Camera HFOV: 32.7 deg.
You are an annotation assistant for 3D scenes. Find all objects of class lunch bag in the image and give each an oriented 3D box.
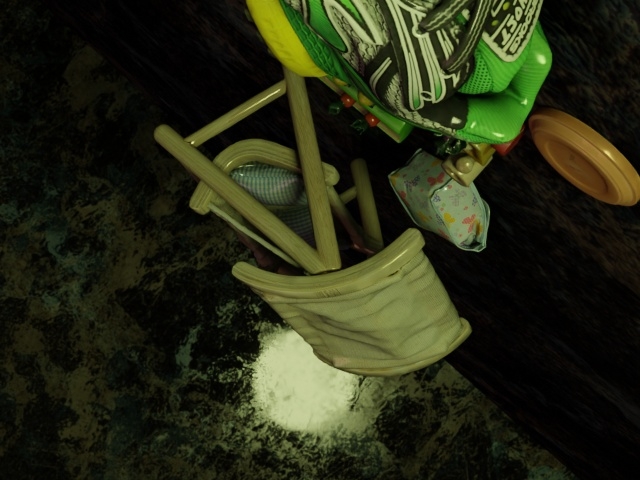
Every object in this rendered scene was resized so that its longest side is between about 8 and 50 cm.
[{"bbox_3d":[0.109,-0.032,0.964,0.071,0.053,0.083,34,160,54],"label":"lunch bag"}]

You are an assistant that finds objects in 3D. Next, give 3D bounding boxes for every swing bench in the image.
[{"bbox_3d":[0.000,0.000,1.051,0.254,0.165,0.253,59,-177,29],"label":"swing bench"}]

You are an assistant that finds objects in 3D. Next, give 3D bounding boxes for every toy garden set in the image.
[{"bbox_3d":[0.050,-0.105,0.807,0.204,0.049,0.244,40,175,11],"label":"toy garden set"}]

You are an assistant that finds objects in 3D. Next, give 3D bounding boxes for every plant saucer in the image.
[{"bbox_3d":[0.160,-0.049,0.670,0.083,0.013,0.083,41,174,5],"label":"plant saucer"}]

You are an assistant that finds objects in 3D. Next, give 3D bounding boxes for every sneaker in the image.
[{"bbox_3d":[0.025,-0.140,0.431,0.146,0.134,0.343,32,180,24],"label":"sneaker"}]
